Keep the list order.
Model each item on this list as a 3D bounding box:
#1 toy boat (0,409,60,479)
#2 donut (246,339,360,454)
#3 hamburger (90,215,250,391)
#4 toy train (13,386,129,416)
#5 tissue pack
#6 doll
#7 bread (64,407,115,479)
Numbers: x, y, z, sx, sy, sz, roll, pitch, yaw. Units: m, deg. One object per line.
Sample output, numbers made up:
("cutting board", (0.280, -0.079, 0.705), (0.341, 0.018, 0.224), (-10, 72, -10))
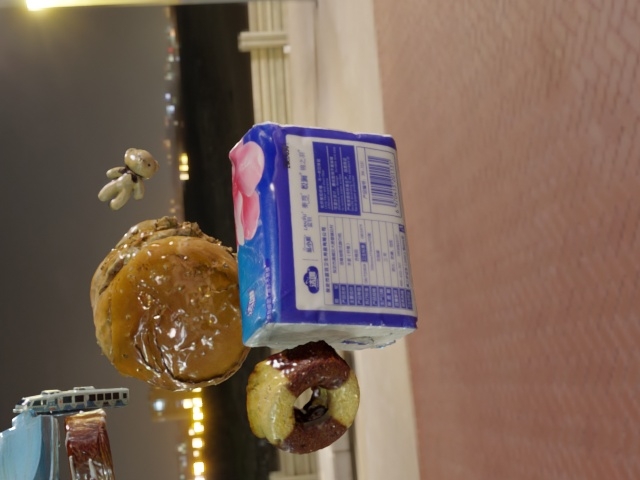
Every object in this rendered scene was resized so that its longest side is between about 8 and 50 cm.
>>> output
("toy boat", (-0.395, 0.337, 1.340), (0.102, 0.088, 0.215), (59, -174, -34))
("donut", (-0.018, 0.186, 1.124), (0.059, 0.140, 0.141), (29, 125, 58))
("hamburger", (-0.210, 0.090, 1.426), (0.211, 0.260, 0.245), (-133, 46, -72))
("toy train", (-0.445, 0.288, 1.714), (0.043, 0.207, 0.047), (-10, 81, 51))
("tissue pack", (0.000, 0.000, 1.215), (0.137, 0.209, 0.270), (131, 137, -61))
("doll", (-0.273, -0.087, 1.374), (0.093, 0.061, 0.051), (-51, 7, 5))
("bread", (-0.387, 0.366, 1.607), (0.160, 0.073, 0.161), (172, 90, -72))
